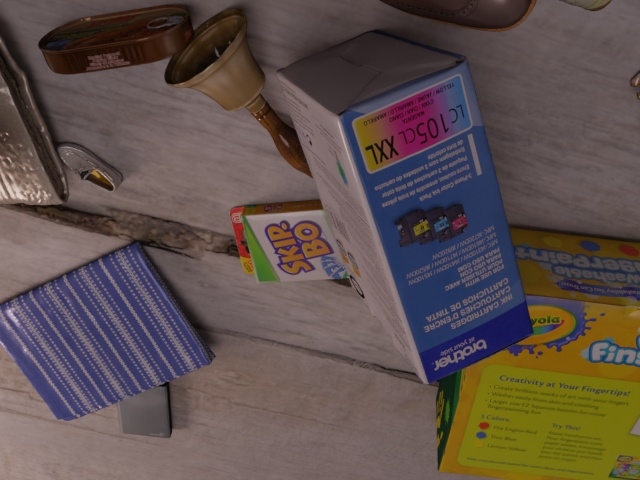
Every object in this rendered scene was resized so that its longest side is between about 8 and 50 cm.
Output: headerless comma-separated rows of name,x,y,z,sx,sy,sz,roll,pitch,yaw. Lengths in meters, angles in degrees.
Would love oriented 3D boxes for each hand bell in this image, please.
hand bell,-0.072,-0.162,0.951,0.126,0.126,0.242,-27,129,22

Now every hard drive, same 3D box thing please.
hard drive,-0.317,0.298,1.329,0.094,0.022,0.135,6,125,2

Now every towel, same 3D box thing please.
towel,-0.368,0.159,1.223,0.335,0.040,0.243,-23,110,19
towel,-0.471,-0.168,1.001,0.187,0.049,0.282,0,126,16

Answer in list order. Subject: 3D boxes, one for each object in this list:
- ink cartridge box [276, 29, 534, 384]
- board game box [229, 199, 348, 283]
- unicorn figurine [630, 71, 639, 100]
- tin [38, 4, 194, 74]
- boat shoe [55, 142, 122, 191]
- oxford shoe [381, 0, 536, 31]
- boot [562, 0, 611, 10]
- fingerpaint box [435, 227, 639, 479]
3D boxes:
ink cartridge box,0.101,-0.023,0.877,0.151,0.270,0.396,-22,116,-7
board game box,0.000,0.000,1.084,0.259,0.039,0.124,-3,123,11
unicorn figurine,0.442,-0.185,0.899,0.111,0.060,0.162,-19,136,18
tin,-0.245,-0.244,0.898,0.189,0.106,0.040,-5,131,11
boat shoe,-0.330,-0.101,1.047,0.100,0.035,0.035,34,121,-17
oxford shoe,0.072,-0.311,0.798,0.363,0.133,0.130,21,124,-9
boot,0.260,-0.350,0.748,0.165,0.077,0.213,3,122,-24
fingerpaint box,0.419,0.189,1.089,0.444,0.163,0.371,6,126,1
